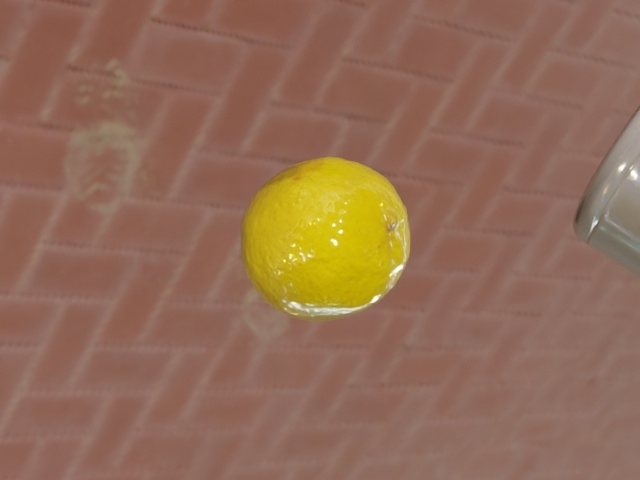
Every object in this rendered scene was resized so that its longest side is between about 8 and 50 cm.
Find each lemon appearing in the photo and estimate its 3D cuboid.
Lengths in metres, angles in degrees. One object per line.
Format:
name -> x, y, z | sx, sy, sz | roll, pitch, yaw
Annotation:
lemon -> 0.000, 0.000, 1.714 | 0.203, 0.178, 0.178 | -17, 162, 38

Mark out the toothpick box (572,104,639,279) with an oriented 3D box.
toothpick box -> 0.387, -0.001, 1.312 | 0.229, 0.316, 0.229 | -50, 166, -17
